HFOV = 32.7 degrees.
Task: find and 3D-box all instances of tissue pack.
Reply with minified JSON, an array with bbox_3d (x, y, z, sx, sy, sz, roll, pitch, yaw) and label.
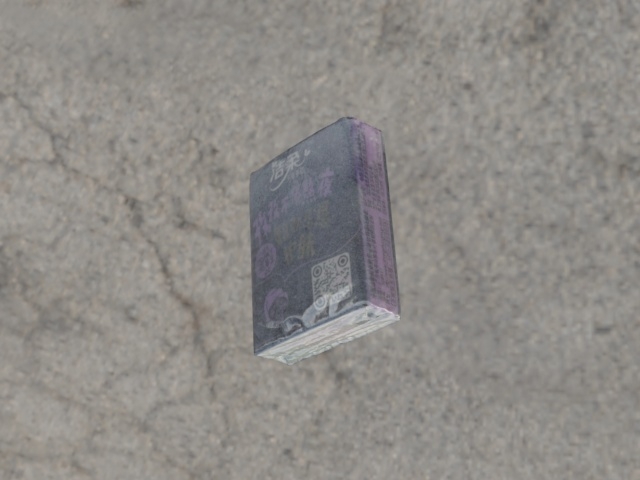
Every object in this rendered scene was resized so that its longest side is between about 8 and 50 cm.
[{"bbox_3d":[0.000,0.000,0.788,0.112,0.156,0.051,-27,144,37],"label":"tissue pack"}]
